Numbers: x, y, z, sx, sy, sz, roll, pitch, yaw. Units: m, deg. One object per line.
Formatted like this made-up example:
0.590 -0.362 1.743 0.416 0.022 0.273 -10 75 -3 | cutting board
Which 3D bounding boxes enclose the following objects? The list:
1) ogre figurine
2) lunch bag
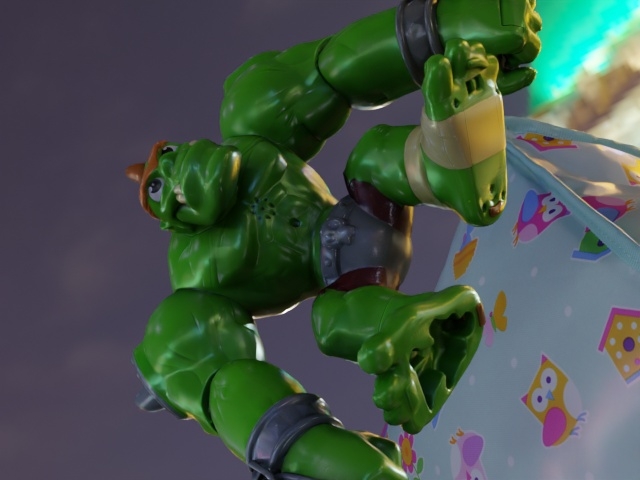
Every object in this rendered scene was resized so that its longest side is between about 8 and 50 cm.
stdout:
0.000 0.000 0.619 0.118 0.197 0.097 2 -6 36 | ogre figurine
0.155 0.088 0.877 0.160 0.262 0.223 9 -70 -24 | lunch bag
